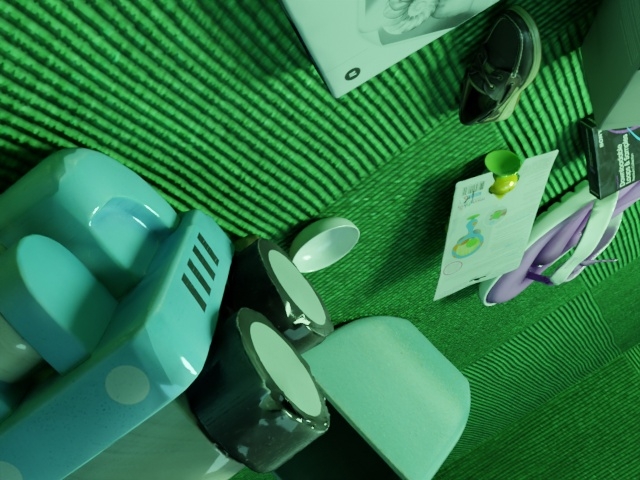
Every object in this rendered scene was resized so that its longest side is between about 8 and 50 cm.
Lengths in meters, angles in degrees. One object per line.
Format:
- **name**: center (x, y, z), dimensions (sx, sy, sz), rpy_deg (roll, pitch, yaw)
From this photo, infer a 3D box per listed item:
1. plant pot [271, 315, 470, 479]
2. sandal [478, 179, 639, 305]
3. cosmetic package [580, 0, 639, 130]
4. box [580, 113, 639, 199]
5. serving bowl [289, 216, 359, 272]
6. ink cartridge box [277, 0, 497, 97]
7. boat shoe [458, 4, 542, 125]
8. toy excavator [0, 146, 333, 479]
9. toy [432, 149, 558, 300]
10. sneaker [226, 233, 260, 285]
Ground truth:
- **plant pot**: center (0.076, 0.254, 1.233), dimensions (0.252, 0.248, 0.247), rpy_deg (-33, 162, -41)
- **sandal**: center (0.404, -0.017, 1.225), dimensions (0.416, 0.102, 0.169), rpy_deg (-43, 152, 21)
- **cosmetic package**: center (0.321, -0.186, 0.743), dimensions (0.127, 0.107, 0.238), rpy_deg (-8, 165, 7)
- **box**: center (0.407, -0.133, 1.049), dimensions (0.162, 0.029, 0.116), rpy_deg (-26, 127, -5)
- **serving bowl**: center (0.000, 0.000, 0.914), dimensions (0.083, 0.027, 0.083), rpy_deg (-25, 155, -13)
- **ink cartridge box**: center (0.067, -0.218, 0.564), dimensions (0.224, 0.045, 0.223), rpy_deg (-33, 155, 5)
- **boat shoe**: center (0.163, -0.153, 0.775), dimensions (0.049, 0.056, 0.152), rpy_deg (-29, 155, -15)
- **toy excavator**: center (-0.213, 0.029, 0.549), dimensions (0.222, 0.445, 0.433), rpy_deg (-37, -165, 12)
- **toy**: center (0.205, -0.027, 1.053), dimensions (0.137, 0.056, 0.237), rpy_deg (-19, 148, -15)
- **sneaker**: center (-0.103, 0.069, 0.883), dimensions (0.086, 0.064, 0.192), rpy_deg (-25, 158, -23)
